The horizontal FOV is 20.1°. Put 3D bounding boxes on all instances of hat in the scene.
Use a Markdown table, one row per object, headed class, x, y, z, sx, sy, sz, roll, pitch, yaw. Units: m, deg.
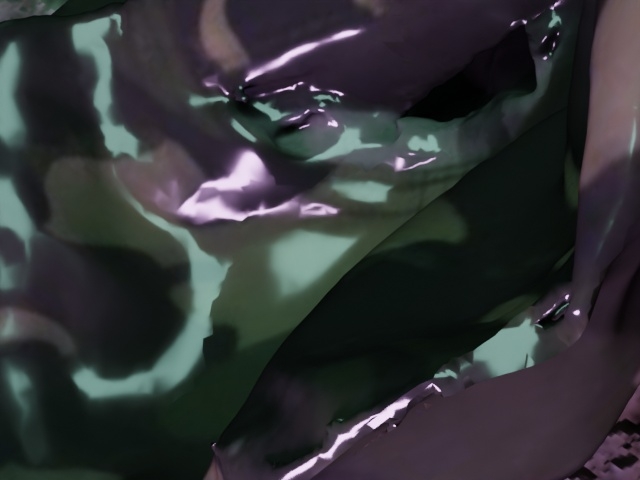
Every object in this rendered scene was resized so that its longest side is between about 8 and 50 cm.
| class | x | y | z | sx | sy | sz | roll | pitch | yaw |
| --- | --- | --- | --- | --- | --- | --- | --- | --- | --- |
| hat | 0.057 | -0.045 | 0.553 | 0.366 | 0.382 | 0.257 | -7 | 95 | 49 |
